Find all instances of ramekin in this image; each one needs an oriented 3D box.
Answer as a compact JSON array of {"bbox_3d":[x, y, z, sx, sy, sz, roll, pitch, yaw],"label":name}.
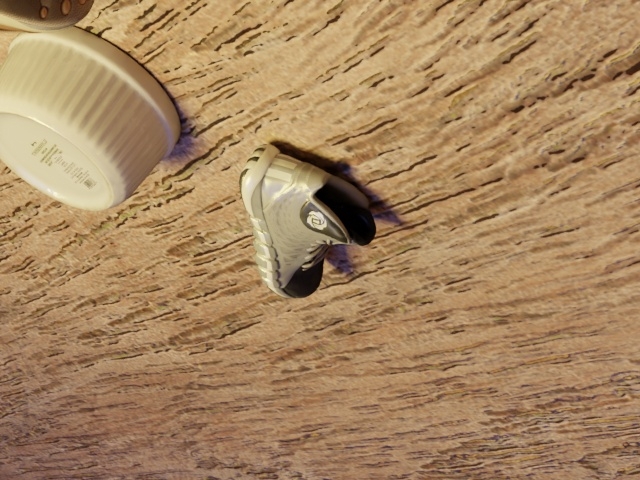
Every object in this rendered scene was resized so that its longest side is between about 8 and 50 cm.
[{"bbox_3d":[-0.263,-0.124,1.792,0.207,0.109,0.207,24,153,13],"label":"ramekin"}]

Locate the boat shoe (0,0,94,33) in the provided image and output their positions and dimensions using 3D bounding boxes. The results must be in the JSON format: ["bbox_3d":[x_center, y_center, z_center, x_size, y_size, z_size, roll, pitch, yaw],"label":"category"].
[{"bbox_3d":[-0.378,-0.262,1.587,0.324,0.123,0.116,18,170,-19],"label":"boat shoe"}]

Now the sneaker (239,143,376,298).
[{"bbox_3d":[0.000,0.000,1.765,0.132,0.086,0.229,15,150,24],"label":"sneaker"}]
